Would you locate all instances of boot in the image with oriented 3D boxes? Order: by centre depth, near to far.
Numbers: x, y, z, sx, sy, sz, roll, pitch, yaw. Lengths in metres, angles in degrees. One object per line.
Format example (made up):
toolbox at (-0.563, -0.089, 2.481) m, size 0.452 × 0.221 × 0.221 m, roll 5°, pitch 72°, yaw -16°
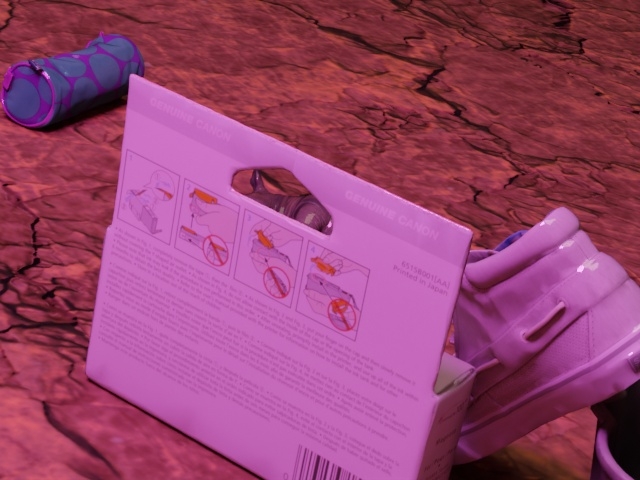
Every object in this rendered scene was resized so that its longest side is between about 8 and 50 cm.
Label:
boot at (0.121, 0.060, 1.135) m, size 0.095 × 0.258 × 0.123 m, roll -34°, pitch 87°, yaw -34°

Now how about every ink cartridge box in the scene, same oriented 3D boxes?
ink cartridge box at (-0.025, 0.040, 1.135) m, size 0.275 × 0.239 × 0.060 m, roll 26°, pitch 29°, yaw 27°

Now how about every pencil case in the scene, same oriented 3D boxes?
pencil case at (-0.236, -0.156, 1.655) m, size 0.070 × 0.064 × 0.151 m, roll 46°, pitch 33°, yaw 11°

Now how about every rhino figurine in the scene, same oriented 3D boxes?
rhino figurine at (0.000, 0.000, 1.429) m, size 0.243 × 0.073 × 0.106 m, roll 19°, pitch 30°, yaw 17°

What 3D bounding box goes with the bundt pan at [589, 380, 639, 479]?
bundt pan at (0.316, 0.200, 1.092) m, size 0.331 × 0.124 × 0.331 m, roll 11°, pitch 25°, yaw -5°
